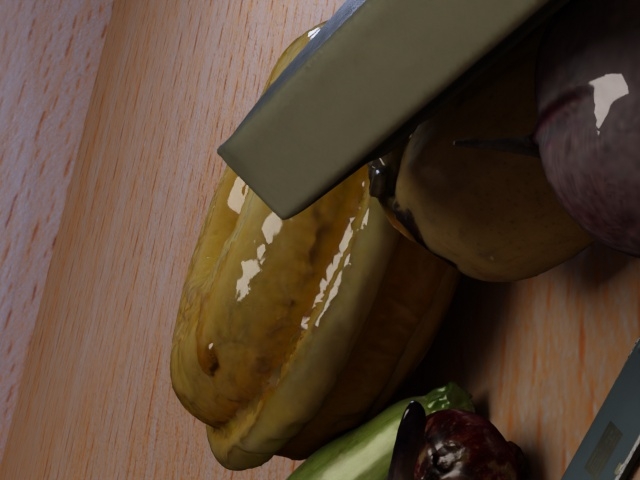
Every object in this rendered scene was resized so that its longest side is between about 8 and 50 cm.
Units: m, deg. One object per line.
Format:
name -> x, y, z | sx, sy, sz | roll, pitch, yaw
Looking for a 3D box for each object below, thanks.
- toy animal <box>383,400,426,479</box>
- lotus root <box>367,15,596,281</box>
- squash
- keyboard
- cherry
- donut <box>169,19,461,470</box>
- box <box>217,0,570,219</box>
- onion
toy animal -> 0.080, 0.298, 0.984 | 0.195, 0.090, 0.324 | 120, 146, -47
lotus root -> 0.177, -0.094, 1.024 | 0.310, 0.183, 0.182 | -42, 32, 31
squash -> 0.004, 0.248, 1.229 | 0.370, 0.118, 0.118 | -52, 26, 34
keyboard -> 0.193, 0.142, 0.969 | 0.176, 0.014, 0.055 | -65, 21, 14
cherry -> 0.219, -0.080, 0.825 | 0.213, 0.266, 0.183 | -62, -40, -66
donut -> 0.000, 0.000, 1.323 | 0.449, 0.198, 0.449 | -60, 14, 26
box -> 0.121, -0.200, 0.914 | 0.367, 0.090, 0.373 | -51, 7, -37
onion -> 0.107, 0.174, 1.063 | 0.107, 0.097, 0.107 | 167, 90, -69
